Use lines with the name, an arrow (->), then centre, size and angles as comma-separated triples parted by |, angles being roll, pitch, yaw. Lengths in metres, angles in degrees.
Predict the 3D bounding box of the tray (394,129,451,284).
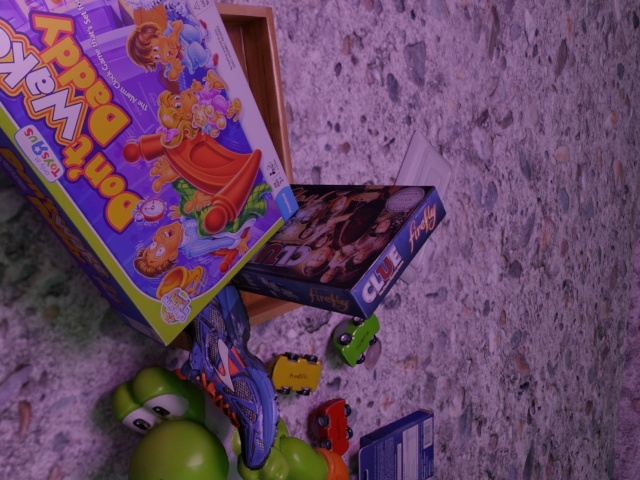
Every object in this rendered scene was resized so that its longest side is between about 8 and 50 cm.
tray -> 0.187, -0.063, 1.087 | 0.145, 0.030, 0.270 | 35, 70, -39

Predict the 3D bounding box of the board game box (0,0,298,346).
board game box -> -0.170, -0.097, 0.557 | 0.233, 0.078, 0.347 | -49, 136, -29

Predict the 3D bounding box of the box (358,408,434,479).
box -> 0.138, 0.418, 1.078 | 0.225, 0.037, 0.136 | -6, 97, -45

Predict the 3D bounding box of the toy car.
toy car -> 0.021, 0.207, 0.935 | 0.225, 0.053, 0.239 | -51, 126, -29

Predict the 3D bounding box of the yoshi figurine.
yoshi figurine -> -0.114, 0.301, 0.720 | 0.362, 0.203, 0.203 | 44, 71, -34

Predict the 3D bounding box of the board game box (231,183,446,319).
board game box -> 0.000, 0.000, 0.661 | 0.165, 0.243, 0.042 | -50, 125, -29

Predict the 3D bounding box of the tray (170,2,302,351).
tray -> -0.135, -0.088, 0.743 | 0.203, 0.076, 0.410 | -17, 104, -42

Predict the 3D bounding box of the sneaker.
sneaker -> -0.112, 0.153, 0.644 | 0.087, 0.083, 0.221 | -12, 61, -24
